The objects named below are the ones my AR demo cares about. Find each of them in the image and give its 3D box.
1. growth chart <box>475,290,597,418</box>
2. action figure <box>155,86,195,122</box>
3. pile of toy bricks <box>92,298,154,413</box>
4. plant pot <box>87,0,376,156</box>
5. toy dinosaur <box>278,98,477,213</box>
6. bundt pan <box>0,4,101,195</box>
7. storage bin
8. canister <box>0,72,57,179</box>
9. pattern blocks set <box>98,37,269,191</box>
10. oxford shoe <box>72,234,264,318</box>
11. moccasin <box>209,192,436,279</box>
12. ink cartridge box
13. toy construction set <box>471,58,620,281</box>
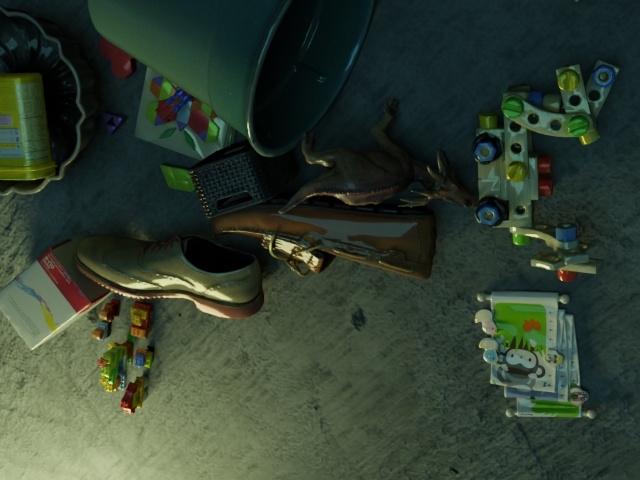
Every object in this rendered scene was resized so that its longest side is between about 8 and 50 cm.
[{"bbox_3d":[0.350,0.189,1.652,0.172,0.021,0.237,-9,102,22],"label":"growth chart"},{"bbox_3d":[-0.226,-0.248,1.680,0.115,0.030,0.038,-39,97,19],"label":"action figure"},{"bbox_3d":[-0.379,0.218,1.859,0.118,0.105,0.212,13,110,15],"label":"pile of toy bricks"},{"bbox_3d":[-0.143,-0.349,1.506,0.334,0.341,0.341,28,113,18],"label":"plant pot"},{"bbox_3d":[0.087,-0.097,1.546,0.200,0.296,0.127,51,152,42],"label":"toy dinosaur"},{"bbox_3d":[-0.528,-0.250,1.759,0.331,0.124,0.330,5,107,18],"label":"bundt pan"},{"bbox_3d":[-0.121,-0.110,1.610,0.122,0.180,0.084,-16,102,18],"label":"storage bin"},{"bbox_3d":[-0.512,-0.190,1.665,0.126,0.073,0.169,2,105,18],"label":"canister"},{"bbox_3d":[-0.230,-0.222,1.720,0.325,0.026,0.285,5,108,17],"label":"pattern blocks set"},{"bbox_3d":[-0.263,0.028,1.739,0.349,0.123,0.130,11,133,5],"label":"oxford shoe"},{"bbox_3d":[0.000,0.000,1.659,0.380,0.139,0.146,6,99,7],"label":"moccasin"},{"bbox_3d":[-0.482,0.092,1.843,0.176,0.128,0.127,-36,92,24],"label":"ink cartridge box"},{"bbox_3d":[0.338,-0.104,1.507,0.215,0.151,0.327,0,95,18],"label":"toy construction set"}]
